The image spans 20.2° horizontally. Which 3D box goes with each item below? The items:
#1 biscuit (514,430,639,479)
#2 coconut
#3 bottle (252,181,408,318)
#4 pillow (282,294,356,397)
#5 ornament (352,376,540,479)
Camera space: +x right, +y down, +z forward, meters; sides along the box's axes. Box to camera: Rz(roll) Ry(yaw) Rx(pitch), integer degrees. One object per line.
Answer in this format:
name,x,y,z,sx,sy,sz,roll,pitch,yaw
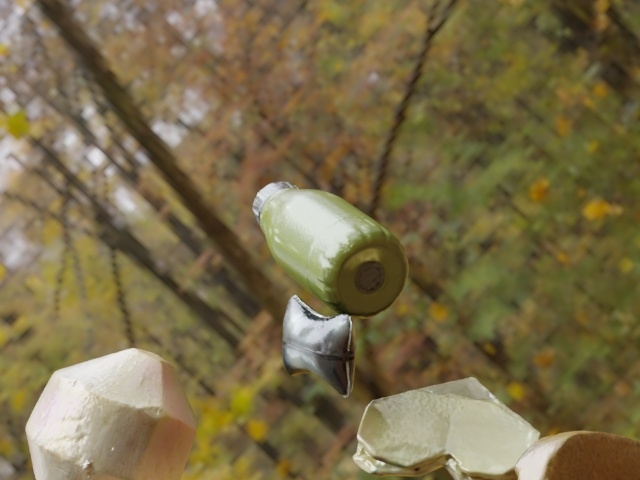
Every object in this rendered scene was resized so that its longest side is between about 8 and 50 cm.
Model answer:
biscuit,0.280,0.321,1.573,0.057,0.344,0.287,-23,50,42
coconut,-0.274,0.249,2.371,0.237,0.237,0.197,-49,-27,5
bottle,0.000,0.000,2.098,0.112,0.112,0.260,-47,33,-4
pillow,-0.003,0.119,2.026,0.135,0.055,0.091,21,86,58
ornament,0.149,0.211,2.019,0.180,0.201,0.059,-66,-17,-51
